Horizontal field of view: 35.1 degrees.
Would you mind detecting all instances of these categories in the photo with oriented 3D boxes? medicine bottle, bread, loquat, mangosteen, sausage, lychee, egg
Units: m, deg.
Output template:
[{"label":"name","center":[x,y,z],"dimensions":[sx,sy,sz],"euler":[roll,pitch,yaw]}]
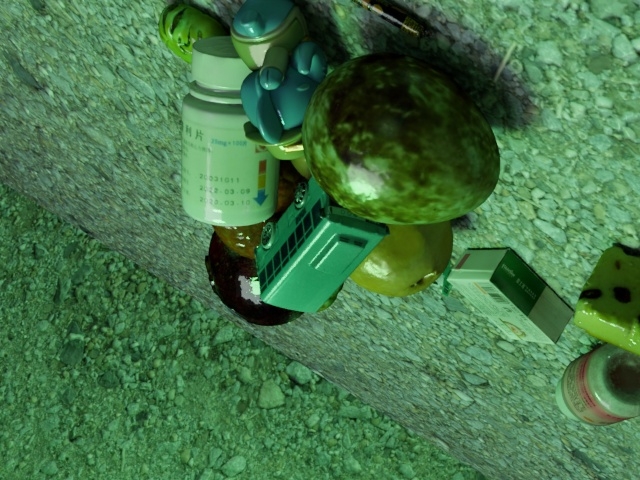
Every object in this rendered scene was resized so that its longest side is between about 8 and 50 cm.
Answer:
[{"label":"medicine bottle","center":[-0.148,-0.182,1.691],"dimensions":[0.170,0.170,0.292],"euler":[22,120,34]},{"label":"bread","center":[-0.221,-0.350,1.748],"dimensions":[0.139,0.071,0.130],"euler":[36,166,-1]},{"label":"loquat","center":[0.133,-0.002,1.783],"dimensions":[0.208,0.208,0.208],"euler":[31,162,12]},{"label":"mangosteen","center":[-0.099,0.046,2.225],"dimensions":[0.311,0.311,0.311],"euler":[31,162,12]},{"label":"bread","center":[0.553,0.129,1.475],"dimensions":[0.361,0.138,0.077],"euler":[24,158,29]},{"label":"medicine bottle","center":[0.526,0.272,1.881],"dimensions":[0.147,0.147,0.247],"euler":[34,162,4]},{"label":"sausage","center":[0.065,-0.327,1.370],"dimensions":[0.198,0.025,0.028],"euler":[32,164,6]},{"label":"lychee","center":[-0.103,-0.083,1.934],"dimensions":[0.300,0.255,0.255],"euler":[54,178,41]},{"label":"egg","center":[0.114,-0.137,1.422],"dimensions":[0.289,0.238,0.238],"euler":[24,160,19]}]

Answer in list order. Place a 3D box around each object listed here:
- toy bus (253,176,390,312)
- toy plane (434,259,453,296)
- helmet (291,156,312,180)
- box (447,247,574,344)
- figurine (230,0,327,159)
[{"label":"toy bus","center":[0.000,0.000,1.673],"dimensions":[0.128,0.147,0.256],"euler":[14,138,-27]},{"label":"toy plane","center":[0.179,0.028,1.963],"dimensions":[0.235,0.096,0.060],"euler":[23,170,-24]},{"label":"helmet","center":[0.024,-0.160,1.701],"dimensions":[0.198,0.130,0.224],"euler":[40,160,-25]},{"label":"box","center":[0.349,0.102,1.865],"dimensions":[0.199,0.081,0.135],"euler":[44,161,-21]},{"label":"figurine","center":[-0.065,-0.245,1.523],"dimensions":[0.180,0.154,0.262],"euler":[-114,4,-57]}]
